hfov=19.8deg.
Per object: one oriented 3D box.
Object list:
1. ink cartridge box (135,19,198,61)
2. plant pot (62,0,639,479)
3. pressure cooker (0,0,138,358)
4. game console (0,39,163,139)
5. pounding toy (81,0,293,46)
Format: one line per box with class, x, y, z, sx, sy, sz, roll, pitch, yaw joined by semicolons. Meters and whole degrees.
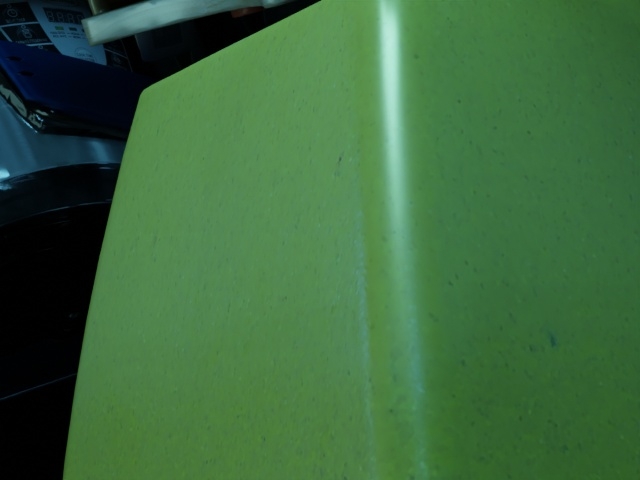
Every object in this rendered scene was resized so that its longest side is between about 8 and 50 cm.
ink cartridge box;-0.158;-0.284;1.489;0.181;0.056;0.225;83;170;-46
plant pot;0.049;0.033;0.523;0.212;0.212;0.187;-16;78;58
pressure cooker;-0.377;-0.120;1.955;0.370;0.375;0.420;89;159;-65
game console;-0.120;-0.035;1.374;0.293;0.173;0.250;-136;30;-68
pounding toy;-0.052;-0.183;0.855;0.269;0.154;0.155;-156;48;-74
